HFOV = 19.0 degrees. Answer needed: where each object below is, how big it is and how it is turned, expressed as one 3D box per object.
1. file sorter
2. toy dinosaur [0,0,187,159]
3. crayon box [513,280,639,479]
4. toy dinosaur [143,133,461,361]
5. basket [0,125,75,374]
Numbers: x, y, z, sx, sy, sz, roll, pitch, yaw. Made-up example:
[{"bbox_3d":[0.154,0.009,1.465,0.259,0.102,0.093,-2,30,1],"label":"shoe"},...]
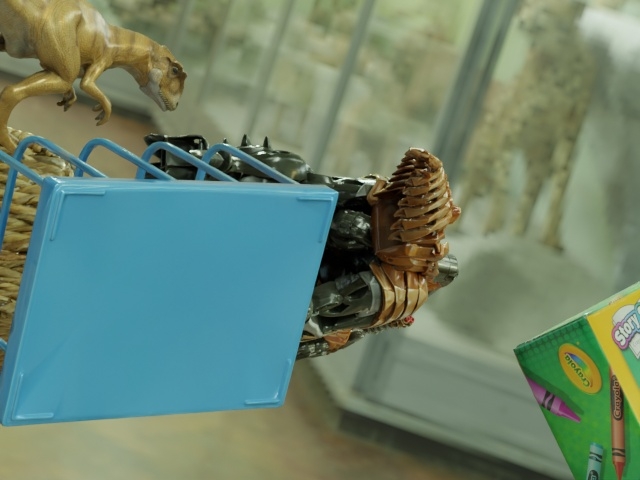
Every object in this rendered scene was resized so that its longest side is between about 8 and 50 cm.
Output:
[{"bbox_3d":[-0.099,0.013,0.943,0.170,0.118,0.104,0,20,-43],"label":"file sorter"},{"bbox_3d":[-0.148,-0.109,0.983,0.064,0.112,0.211,50,10,26],"label":"toy dinosaur"},{"bbox_3d":[0.292,0.109,1.548,0.081,0.165,0.278,-29,-5,42],"label":"crayon box"},{"bbox_3d":[0.000,0.000,1.246,0.218,0.322,0.164,4,50,-19],"label":"toy dinosaur"},{"bbox_3d":[-0.364,0.006,1.888,0.299,0.213,0.223,2,-20,13],"label":"basket"}]
